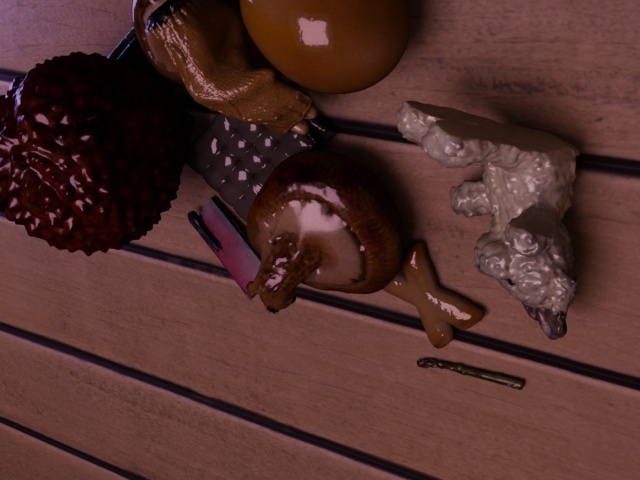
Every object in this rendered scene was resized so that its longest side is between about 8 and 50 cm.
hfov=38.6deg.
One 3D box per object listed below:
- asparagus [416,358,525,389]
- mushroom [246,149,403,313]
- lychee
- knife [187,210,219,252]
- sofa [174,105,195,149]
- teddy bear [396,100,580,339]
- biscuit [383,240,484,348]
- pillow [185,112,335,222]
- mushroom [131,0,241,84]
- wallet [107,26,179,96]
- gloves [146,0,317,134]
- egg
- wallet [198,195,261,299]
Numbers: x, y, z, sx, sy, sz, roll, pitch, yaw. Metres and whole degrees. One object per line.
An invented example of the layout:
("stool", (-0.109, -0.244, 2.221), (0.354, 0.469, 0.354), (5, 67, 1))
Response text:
("asparagus", (0.310, 0.277, 1.920), (0.249, 0.025, 0.024), (9, 164, 33))
("mushroom", (0.000, 0.000, 1.808), (0.346, 0.259, 0.345), (18, 142, 15))
("lychee", (-0.481, -0.182, 1.922), (0.425, 0.500, 0.424), (1, 96, 12))
("knife", (-0.270, -0.020, 2.130), (0.121, 0.018, 0.031), (48, 137, 14))
("sofa", (-0.326, -0.240, 2.062), (0.060, 0.039, 0.118), (34, 132, 13))
("teddy bear", (0.289, -0.017, 1.559), (0.327, 0.376, 0.362), (-126, 46, -61))
("biscuit", (0.219, 0.116, 1.871), (0.208, 0.047, 0.164), (47, 134, 3))
("pillow", (-0.140, -0.199, 1.909), (0.228, 0.101, 0.326), (46, 136, 3))
("mushroom", (-0.261, -0.425, 1.816), (0.253, 0.153, 0.253), (17, 126, 25))
("wallet", (-0.407, -0.365, 2.038), (0.160, 0.055, 0.236), (48, 134, -7))
("gloves", (-0.158, -0.314, 1.683), (0.356, 0.203, 0.155), (36, 122, -12))
("egg", (0.003, -0.391, 1.572), (0.322, 0.250, 0.250), (37, 134, 25))
("wallet", (-0.205, 0.019, 2.117), (0.232, 0.025, 0.119), (52, 134, 14))
